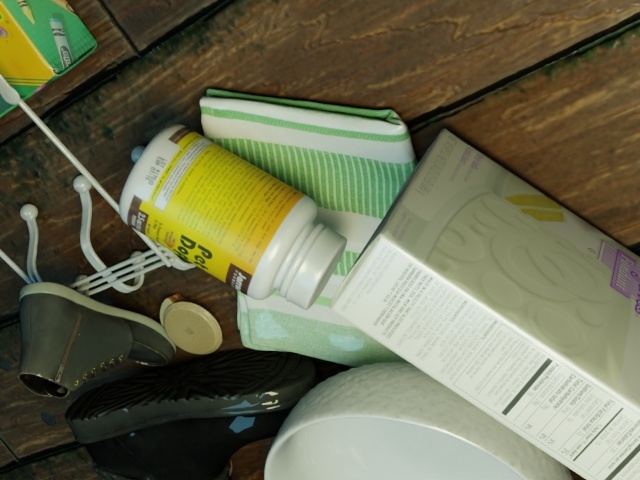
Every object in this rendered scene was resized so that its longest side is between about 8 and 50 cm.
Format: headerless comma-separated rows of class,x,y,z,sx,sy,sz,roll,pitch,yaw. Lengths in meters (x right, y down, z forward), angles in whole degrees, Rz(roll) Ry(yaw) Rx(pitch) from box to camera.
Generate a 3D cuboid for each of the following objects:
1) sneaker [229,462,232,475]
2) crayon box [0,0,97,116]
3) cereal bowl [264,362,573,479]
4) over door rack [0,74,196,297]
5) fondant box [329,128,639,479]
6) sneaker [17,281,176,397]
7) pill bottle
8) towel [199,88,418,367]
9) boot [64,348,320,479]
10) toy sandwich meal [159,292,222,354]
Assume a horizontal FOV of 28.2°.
sneaker,-0.170,0.271,1.642,0.119,0.047,0.057,48,144,-6
crayon box,-0.385,-0.271,1.345,0.165,0.081,0.278,-24,108,40
cereal bowl,0.116,0.249,1.370,0.339,0.141,0.339,13,136,13
over door rack,-0.313,-0.056,1.423,0.239,0.108,0.324,-22,130,40
fondant box,0.196,0.064,1.121,0.330,0.238,0.096,34,122,0
sneaker,-0.266,0.139,1.490,0.083,0.118,0.222,-20,147,39
pill bottle,-0.085,-0.019,1.275,0.215,0.117,0.117,30,132,7
towel,0.000,0.000,1.346,0.247,0.038,0.325,9,126,24
boot,-0.119,0.277,1.521,0.348,0.131,0.260,-13,107,30
toy sandwich meal,-0.152,0.099,1.514,0.085,0.029,0.086,12,127,17
